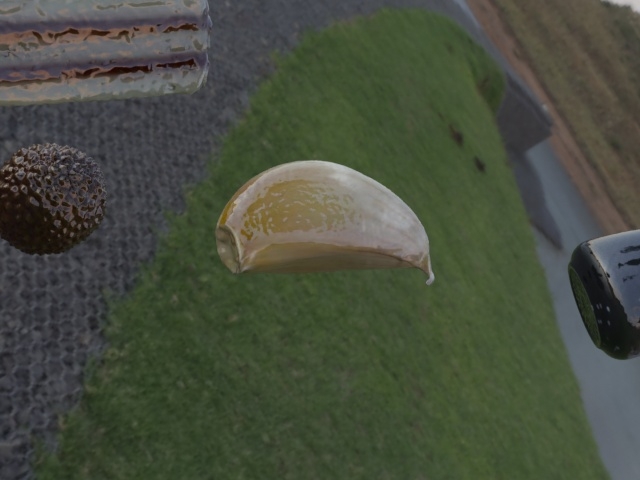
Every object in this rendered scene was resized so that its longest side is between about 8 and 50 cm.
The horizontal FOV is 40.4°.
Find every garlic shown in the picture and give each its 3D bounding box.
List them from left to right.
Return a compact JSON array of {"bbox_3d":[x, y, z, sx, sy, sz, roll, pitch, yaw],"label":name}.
[{"bbox_3d":[0.006,-0.007,0.994,0.164,0.244,0.145,-86,180,-57],"label":"garlic"}]

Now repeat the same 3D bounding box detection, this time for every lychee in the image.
[{"bbox_3d":[-0.462,-0.067,1.477,0.238,0.200,0.200,109,-36,-57],"label":"lychee"}]

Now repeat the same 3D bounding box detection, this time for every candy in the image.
[{"bbox_3d":[-0.304,-0.254,1.083,0.179,0.320,0.135,37,-49,52],"label":"candy"}]

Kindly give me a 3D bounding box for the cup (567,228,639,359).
[{"bbox_3d":[0.442,0.069,1.196,0.223,0.176,0.169,53,17,-69],"label":"cup"}]
